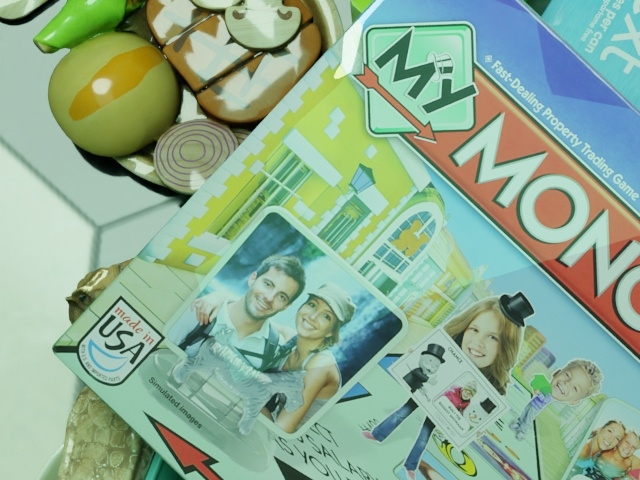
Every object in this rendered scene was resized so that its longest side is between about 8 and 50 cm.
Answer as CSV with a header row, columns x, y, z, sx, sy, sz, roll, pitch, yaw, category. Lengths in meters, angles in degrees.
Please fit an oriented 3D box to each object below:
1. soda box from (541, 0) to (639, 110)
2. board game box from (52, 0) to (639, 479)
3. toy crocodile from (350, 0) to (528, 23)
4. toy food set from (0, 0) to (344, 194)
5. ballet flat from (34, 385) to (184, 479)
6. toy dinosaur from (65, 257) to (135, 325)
x,y,z,sx,sy,sz,roll,pitch,yaw,category
0.136,-0.094,0.653,0.071,0.067,0.210,32,82,6,soda box
0.087,0.071,0.569,0.317,0.046,0.213,43,95,1,board game box
0.031,-0.234,0.656,0.105,0.115,0.340,-14,80,-1,toy crocodile
-0.053,-0.080,0.668,0.132,0.038,0.192,-40,81,-6,toy food set
-0.104,0.150,0.623,0.067,0.073,0.206,15,76,32,ballet flat
0.000,0.000,0.629,0.211,0.064,0.112,-29,99,-12,toy dinosaur
